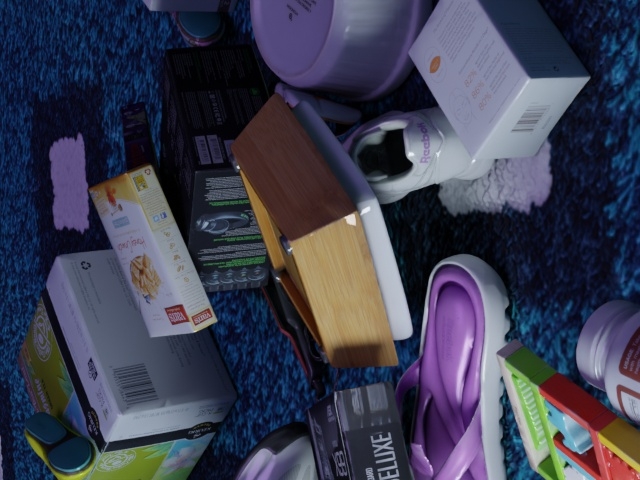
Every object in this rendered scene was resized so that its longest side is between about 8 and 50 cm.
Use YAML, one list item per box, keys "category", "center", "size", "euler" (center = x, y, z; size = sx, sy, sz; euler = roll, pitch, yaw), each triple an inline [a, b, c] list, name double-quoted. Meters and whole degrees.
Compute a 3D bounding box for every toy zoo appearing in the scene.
- category: "toy zoo"
  center: [0.294, 0.239, 1.262]
  size: [0.293, 0.030, 0.192]
  euler: [38, 157, 49]

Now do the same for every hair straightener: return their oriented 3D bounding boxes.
- category: "hair straightener"
  center: [-0.025, 0.126, 1.816]
  size: [0.089, 0.047, 0.230]
  euler: [-56, 43, 44]

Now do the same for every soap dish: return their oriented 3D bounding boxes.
- category: "soap dish"
  center: [0.000, 0.000, 1.516]
  size: [0.229, 0.118, 0.291]
  euler: [57, 169, 41]

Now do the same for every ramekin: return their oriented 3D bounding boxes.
- category: "ramekin"
  center: [0.014, -0.312, 1.627]
  size: [0.273, 0.127, 0.273]
  euler: [13, 105, 57]

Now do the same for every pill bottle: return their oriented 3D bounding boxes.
- category: "pill bottle"
  center: [0.344, 0.128, 1.172]
  size: [0.216, 0.121, 0.121]
  euler: [26, 116, 54]

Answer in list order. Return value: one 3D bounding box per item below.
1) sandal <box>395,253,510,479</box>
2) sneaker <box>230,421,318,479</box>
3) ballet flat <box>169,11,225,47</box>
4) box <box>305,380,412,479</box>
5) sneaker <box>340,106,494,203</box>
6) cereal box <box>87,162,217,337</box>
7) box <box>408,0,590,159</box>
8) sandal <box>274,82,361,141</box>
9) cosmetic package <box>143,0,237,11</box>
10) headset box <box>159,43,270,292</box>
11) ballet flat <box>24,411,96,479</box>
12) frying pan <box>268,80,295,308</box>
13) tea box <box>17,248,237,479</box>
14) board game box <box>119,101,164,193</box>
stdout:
- category: "sandal"
  center: [0.140, 0.222, 1.523]
  size: [0.169, 0.102, 0.417]
  euler: [13, 106, 57]
- category: "sneaker"
  center: [-0.015, 0.492, 1.800]
  size: [0.257, 0.169, 0.448]
  euler: [29, 117, 36]
- category: "ballet flat"
  center: [-0.204, -0.355, 2.029]
  size: [0.079, 0.076, 0.221]
  euler: [90, 157, -44]
- category: "box"
  center: [0.054, 0.314, 1.593]
  size: [0.307, 0.076, 0.243]
  euler: [123, 136, -77]
- category: "sneaker"
  center: [0.074, -0.108, 1.539]
  size: [0.305, 0.152, 0.114]
  euler: [-15, 83, 59]
- category: "cereal box"
  center: [-0.241, 0.019, 1.797]
  size: [0.173, 0.047, 0.240]
  euler: [-14, 100, 61]
- category: "box"
  center: [0.193, -0.194, 1.394]
  size: [0.171, 0.091, 0.130]
  euler: [64, 142, 29]
- category: "sandal"
  center: [-0.015, -0.156, 1.674]
  size: [0.265, 0.101, 0.076]
  euler: [-130, 57, -77]
- category: "cosmetic package"
  center: [-0.215, -0.461, 1.944]
  size: [0.184, 0.151, 0.151]
  euler: [53, 137, 40]
- category: "headset box"
  center: [-0.148, -0.094, 1.820]
  size: [0.283, 0.131, 0.246]
  euler: [101, 158, -48]
- category: "ballet flat"
  center: [-0.411, 0.348, 2.048]
  size: [0.231, 0.077, 0.077]
  euler: [24, 137, 54]
- category: "frying pan"
  center: [-0.032, -0.045, 1.803]
  size: [0.197, 0.053, 0.326]
  euler: [-57, 45, 39]
- category: "tea box"
  center: [-0.343, 0.235, 2.176]
  size: [0.329, 0.219, 0.324]
  euler: [62, 142, 30]
- category: "board game box"
  center: [-0.272, -0.075, 2.021]
  size: [0.347, 0.056, 0.208]
  euler: [-115, 10, -66]
